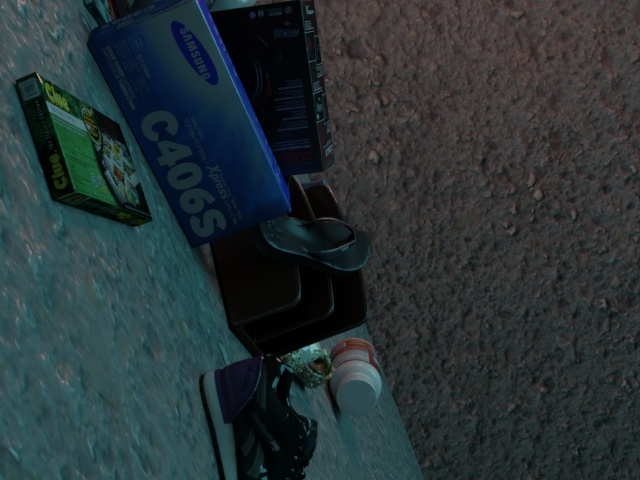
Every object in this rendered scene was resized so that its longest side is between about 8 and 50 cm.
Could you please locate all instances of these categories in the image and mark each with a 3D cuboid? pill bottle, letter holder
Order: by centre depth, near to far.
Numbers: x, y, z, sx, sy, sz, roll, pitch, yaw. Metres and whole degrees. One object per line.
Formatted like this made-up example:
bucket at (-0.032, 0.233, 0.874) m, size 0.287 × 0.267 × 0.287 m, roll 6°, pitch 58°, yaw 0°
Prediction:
letter holder at (-0.057, 0.015, 1.739) m, size 0.152 × 0.214 × 0.302 m, roll 61°, pitch 11°, yaw -56°
pill bottle at (0.080, 0.319, 2.408) m, size 0.216 × 0.121 × 0.121 m, roll -91°, pitch 159°, yaw -73°

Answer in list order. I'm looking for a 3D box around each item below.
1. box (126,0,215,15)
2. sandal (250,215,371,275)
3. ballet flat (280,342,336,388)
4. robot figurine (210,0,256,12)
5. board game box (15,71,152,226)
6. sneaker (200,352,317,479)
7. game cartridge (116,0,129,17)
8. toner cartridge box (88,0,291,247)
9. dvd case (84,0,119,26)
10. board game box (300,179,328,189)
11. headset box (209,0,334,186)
box at (-0.213, -0.419, 1.675) m, size 0.056 × 0.183 × 0.231 m, roll 33°, pitch 11°, yaw 3°
sandal at (0.000, 0.001, 1.659) m, size 0.254 × 0.054 × 0.097 m, roll 6°, pitch 55°, yaw -48°
ballet flat at (-0.029, 0.218, 1.977) m, size 0.241 × 0.077 × 0.091 m, roll 55°, pitch 16°, yaw -65°
robot figurine at (-0.243, -0.528, 1.958) m, size 0.300 × 0.199 × 0.354 m, roll 6°, pitch -56°, yaw 45°
board game box at (-0.261, -0.094, 1.180) m, size 0.259 × 0.030 × 0.136 m, roll 36°, pitch 36°, yaw -80°
sneaker at (-0.056, 0.274, 1.293) m, size 0.107 × 0.124 × 0.283 m, roll 53°, pitch 17°, yaw -68°
game cartridge at (-0.304, -0.345, 1.640) m, size 0.083 × 0.017 × 0.056 m, roll 85°, pitch -15°, yaw -72°
toner cartridge box at (-0.181, -0.170, 1.505) m, size 0.075 × 0.165 × 0.348 m, roll -100°, pitch 167°, yaw -62°
dvd case at (-0.323, -0.344, 1.542) m, size 0.119 × 0.013 × 0.087 m, roll 62°, pitch 9°, yaw -59°
board game box at (-0.061, -0.027, 1.955) m, size 0.060 × 0.194 × 0.194 m, roll 51°, pitch 18°, yaw -72°
headset box at (-0.103, -0.216, 1.628) m, size 0.110 × 0.218 × 0.293 m, roll -52°, pitch 136°, yaw -73°
